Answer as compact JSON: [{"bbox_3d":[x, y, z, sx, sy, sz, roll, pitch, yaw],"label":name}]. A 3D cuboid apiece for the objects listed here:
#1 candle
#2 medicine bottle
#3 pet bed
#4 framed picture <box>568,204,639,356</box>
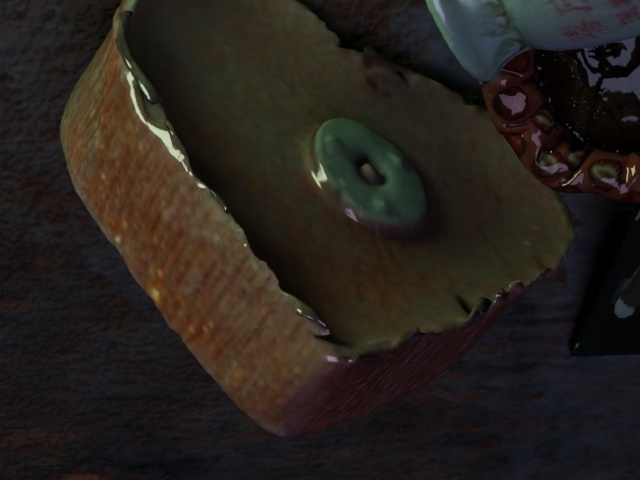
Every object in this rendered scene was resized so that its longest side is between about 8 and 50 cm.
[{"bbox_3d":[-0.002,-0.005,0.712,0.316,0.287,0.131,21,128,-20],"label":"candle"},{"bbox_3d":[0.118,-0.166,0.596,0.143,0.147,0.147,-18,128,21],"label":"medicine bottle"},{"bbox_3d":[0.191,-0.108,0.713,0.201,0.053,0.201,10,125,15],"label":"pet bed"},{"bbox_3d":[0.371,0.024,0.890,0.323,0.013,0.244,-1,147,-4],"label":"framed picture"}]
